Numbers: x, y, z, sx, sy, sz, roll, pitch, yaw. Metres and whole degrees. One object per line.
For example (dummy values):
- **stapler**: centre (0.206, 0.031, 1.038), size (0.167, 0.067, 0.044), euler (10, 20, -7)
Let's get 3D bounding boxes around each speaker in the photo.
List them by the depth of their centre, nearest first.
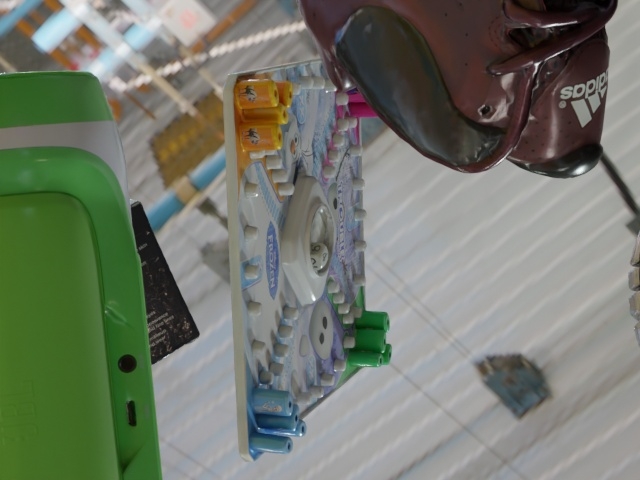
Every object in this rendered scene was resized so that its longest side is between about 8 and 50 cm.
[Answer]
- **speaker**: centre (-0.146, 0.071, 0.663), size (0.131, 0.131, 0.296), euler (-1, -84, 41)

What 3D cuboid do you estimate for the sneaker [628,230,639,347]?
- **sneaker**: centre (0.396, 0.101, 1.285), size (0.180, 0.124, 0.321), euler (-26, -121, 49)

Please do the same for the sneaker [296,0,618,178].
- **sneaker**: centre (0.101, -0.104, 0.446), size (0.281, 0.162, 0.106), euler (-4, -165, 42)

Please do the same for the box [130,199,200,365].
- **box**: centre (-0.228, 0.061, 1.353), size (0.156, 0.158, 0.093), euler (-32, -157, -26)

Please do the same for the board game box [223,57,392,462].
- **board game box**: centre (0.000, 0.000, 1.511), size (0.050, 0.390, 0.390), euler (2, -79, 20)
